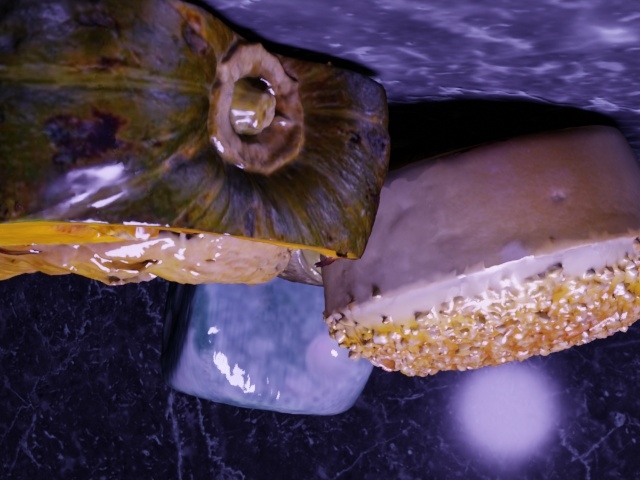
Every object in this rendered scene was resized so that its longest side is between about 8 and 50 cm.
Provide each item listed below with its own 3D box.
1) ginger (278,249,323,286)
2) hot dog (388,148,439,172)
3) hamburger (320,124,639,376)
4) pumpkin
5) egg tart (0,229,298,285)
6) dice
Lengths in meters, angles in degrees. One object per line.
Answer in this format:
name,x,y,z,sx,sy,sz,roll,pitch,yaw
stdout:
ginger,0.000,0.000,1.414,0.275,0.130,0.221,12,-178,-25
hot dog,0.089,-0.071,0.950,0.049,0.037,0.122,17,167,-16
hamburger,0.139,0.017,0.766,0.302,0.170,0.302,-15,176,-1
pumpkin,-0.110,-0.057,0.579,0.190,0.139,0.280,-4,169,40
egg tart,-0.174,-0.037,0.777,0.351,0.150,0.352,-1,-178,0
dice,-0.090,0.113,1.683,0.330,0.348,0.328,12,174,-17
